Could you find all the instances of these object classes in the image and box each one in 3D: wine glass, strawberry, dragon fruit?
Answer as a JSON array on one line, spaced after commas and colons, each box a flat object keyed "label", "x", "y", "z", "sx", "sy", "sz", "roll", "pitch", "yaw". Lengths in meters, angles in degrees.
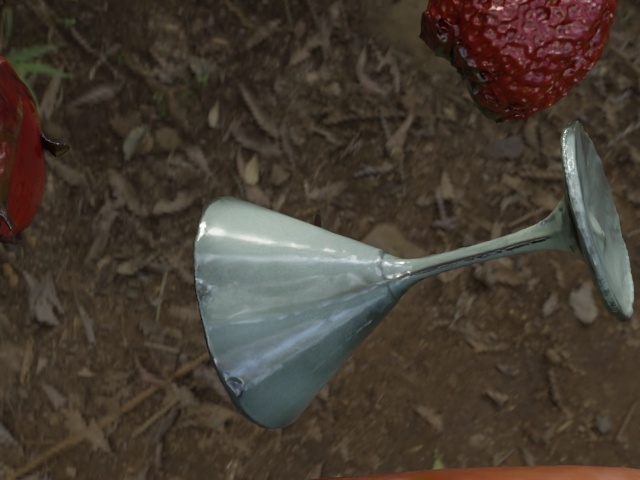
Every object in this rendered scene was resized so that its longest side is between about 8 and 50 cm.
[{"label": "wine glass", "x": 0.103, "y": 0.032, "z": 1.264, "sx": 0.406, "sy": 0.267, "sz": 0.267, "roll": -14, "pitch": 61, "yaw": 21}, {"label": "strawberry", "x": 0.295, "y": -0.320, "z": 1.686, "sx": 0.250, "sy": 0.288, "sz": 0.238, "roll": 4, "pitch": 52, "yaw": -57}, {"label": "dragon fruit", "x": -0.416, "y": -0.134, "z": 1.494, "sx": 0.100, "sy": 0.343, "sz": 0.282, "roll": -26, "pitch": 94, "yaw": 19}]

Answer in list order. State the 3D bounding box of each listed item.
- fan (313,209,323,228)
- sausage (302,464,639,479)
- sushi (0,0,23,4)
[{"label": "fan", "x": 0.000, "y": 0.000, "z": 1.697, "sx": 0.005, "sy": 0.133, "sz": 0.085, "roll": 1, "pitch": 92, "yaw": -9}, {"label": "sausage", "x": 0.020, "y": 0.122, "z": 0.358, "sx": 0.259, "sy": 0.113, "sz": 0.113, "roll": -1, "pitch": 63, "yaw": -10}, {"label": "sushi", "x": -0.107, "y": -0.268, "z": 0.467, "sx": 0.176, "sy": 0.417, "sz": 0.417, "roll": 33, "pitch": 58, "yaw": -19}]
